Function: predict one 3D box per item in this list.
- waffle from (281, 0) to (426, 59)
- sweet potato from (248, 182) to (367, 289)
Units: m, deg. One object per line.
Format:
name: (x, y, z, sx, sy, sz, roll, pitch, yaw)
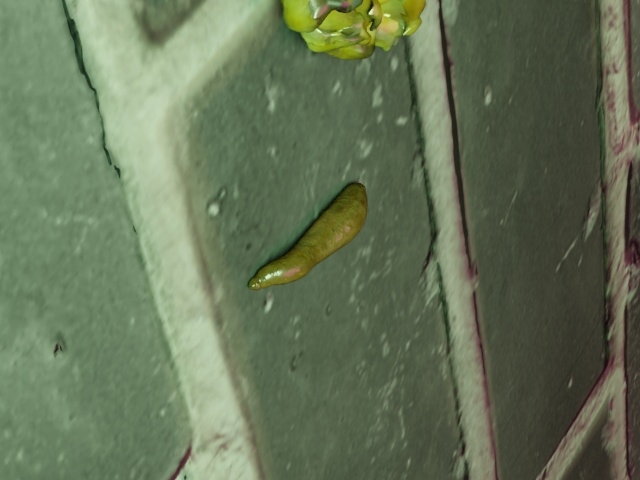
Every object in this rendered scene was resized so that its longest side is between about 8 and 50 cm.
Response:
waffle: (0.037, -0.219, 0.875, 0.280, 0.060, 0.262, 2, 105, -62)
sweet potato: (0.000, 0.000, 0.993, 0.115, 0.026, 0.026, -44, 143, -44)
